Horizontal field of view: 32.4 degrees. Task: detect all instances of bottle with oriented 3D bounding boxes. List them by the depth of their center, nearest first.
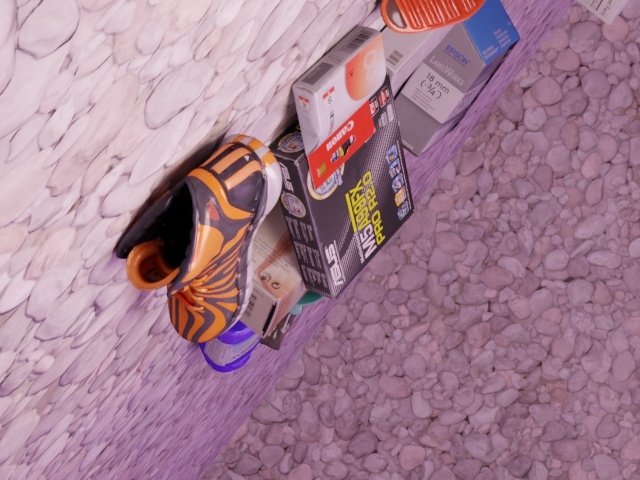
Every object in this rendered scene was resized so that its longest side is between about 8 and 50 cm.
[{"bbox_3d":[-0.159,0.167,1.958,0.118,0.092,0.283,-41,169,-25],"label":"bottle"}]

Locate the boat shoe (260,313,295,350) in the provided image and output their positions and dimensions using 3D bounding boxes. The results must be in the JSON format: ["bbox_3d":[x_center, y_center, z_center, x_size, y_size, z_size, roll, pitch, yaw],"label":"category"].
[{"bbox_3d":[-0.032,0.100,2.366,0.335,0.095,0.112,-47,171,-25],"label":"boat shoe"}]

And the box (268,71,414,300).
[{"bbox_3d":[0.036,-0.082,1.581,0.216,0.060,0.270,-47,140,-31],"label":"box"}]

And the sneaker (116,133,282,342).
[{"bbox_3d":[-0.163,0.028,1.276,0.180,0.124,0.321,-38,155,-43],"label":"sneaker"}]

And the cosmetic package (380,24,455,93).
[{"bbox_3d":[0.155,-0.322,1.607,0.239,0.060,0.099,-49,170,-15],"label":"cosmetic package"}]

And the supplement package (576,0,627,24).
[{"bbox_3d":[0.367,-0.448,1.560,0.134,0.244,0.139,-50,173,-9],"label":"supplement package"}]

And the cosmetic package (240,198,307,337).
[{"bbox_3d":[-0.033,-0.007,1.736,0.296,0.129,0.153,-47,170,-28],"label":"cosmetic package"}]

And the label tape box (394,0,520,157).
[{"bbox_3d":[0.267,-0.335,2.031,0.334,0.106,0.240,-56,172,32],"label":"label tape box"}]

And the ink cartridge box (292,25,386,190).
[{"bbox_3d":[0.034,-0.166,1.435,0.145,0.045,0.179,-46,141,-30],"label":"ink cartridge box"}]

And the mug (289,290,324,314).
[{"bbox_3d":[-0.044,0.040,1.898,0.158,0.129,0.097,-45,-158,35],"label":"mug"}]

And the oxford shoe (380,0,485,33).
[{"bbox_3d":[0.178,-0.354,1.485,0.271,0.097,0.098,-33,-161,-21],"label":"oxford shoe"}]
